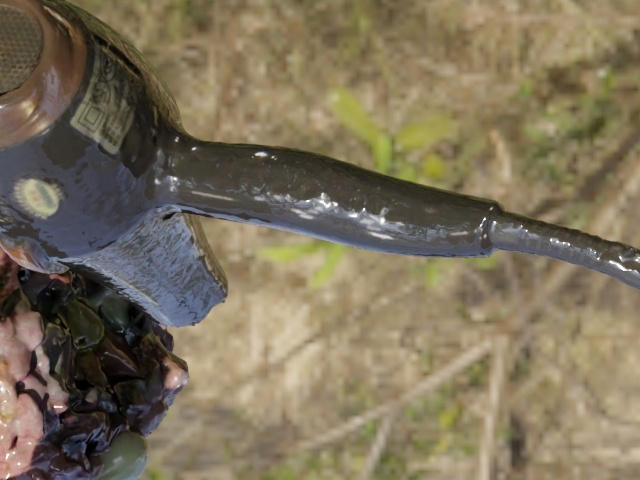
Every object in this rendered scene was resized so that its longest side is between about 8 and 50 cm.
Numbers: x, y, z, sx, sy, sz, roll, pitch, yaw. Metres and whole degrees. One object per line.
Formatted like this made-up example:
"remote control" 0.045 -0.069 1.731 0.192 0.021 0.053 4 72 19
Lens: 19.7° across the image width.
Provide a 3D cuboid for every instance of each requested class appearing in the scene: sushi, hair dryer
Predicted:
"sushi" -0.222 0.112 1.448 0.171 0.236 0.270 -34 170 24
"hair dryer" 0.000 0.000 0.867 0.359 0.120 0.304 12 159 20
